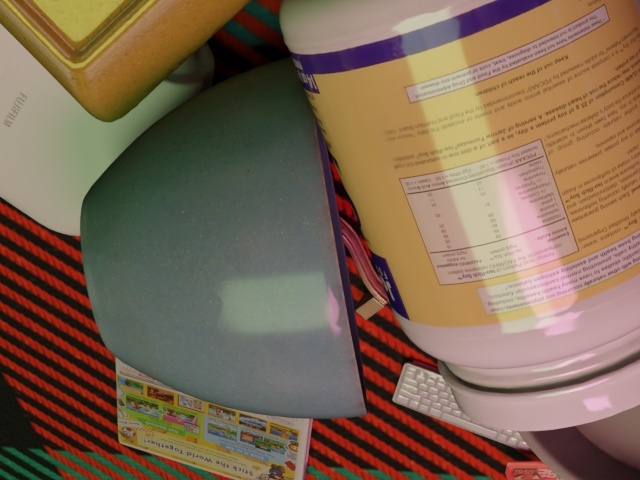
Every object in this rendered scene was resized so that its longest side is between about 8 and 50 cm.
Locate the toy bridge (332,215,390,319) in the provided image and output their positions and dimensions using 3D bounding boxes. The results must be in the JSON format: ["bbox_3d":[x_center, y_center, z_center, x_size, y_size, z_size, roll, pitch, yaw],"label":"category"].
[{"bbox_3d":[0.000,0.000,1.206,0.188,0.026,0.063,39,133,-11],"label":"toy bridge"}]

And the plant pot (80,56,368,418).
[{"bbox_3d":[-0.080,0.011,1.030,0.195,0.290,0.290,-10,128,3],"label":"plant pot"}]

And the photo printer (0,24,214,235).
[{"bbox_3d":[-0.256,-0.151,1.127,0.307,0.107,0.256,36,133,-9],"label":"photo printer"}]

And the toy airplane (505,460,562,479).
[{"bbox_3d":[0.253,0.216,1.269,0.151,0.028,0.151,13,138,12],"label":"toy airplane"}]

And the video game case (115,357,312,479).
[{"bbox_3d":[-0.119,0.186,1.424,0.226,0.026,0.206,15,133,9],"label":"video game case"}]

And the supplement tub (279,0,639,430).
[{"bbox_3d":[0.135,-0.060,0.906,0.241,0.241,0.331,-11,110,31],"label":"supplement tub"}]

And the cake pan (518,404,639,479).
[{"bbox_3d":[0.271,0.080,1.052,0.293,0.054,0.293,9,105,37],"label":"cake pan"}]

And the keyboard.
[{"bbox_3d":[0.199,0.186,1.293,0.256,0.014,0.072,20,134,6],"label":"keyboard"}]

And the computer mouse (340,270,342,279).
[{"bbox_3d":[-0.087,0.015,1.222,0.242,0.041,0.071,14,142,24],"label":"computer mouse"}]

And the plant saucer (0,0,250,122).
[{"bbox_3d":[-0.170,-0.283,0.917,0.333,0.081,0.333,-38,106,23],"label":"plant saucer"}]
